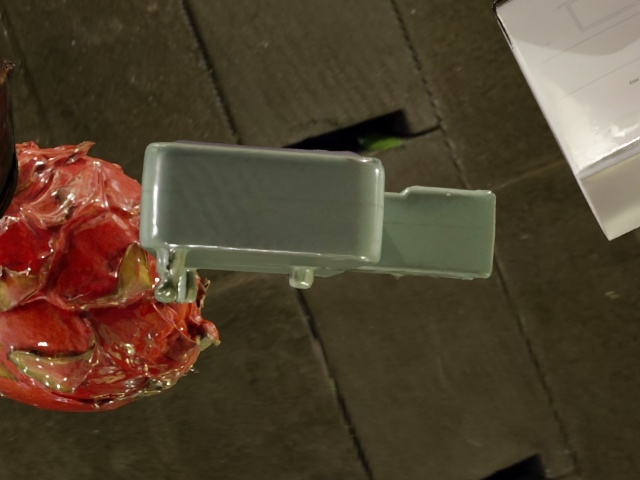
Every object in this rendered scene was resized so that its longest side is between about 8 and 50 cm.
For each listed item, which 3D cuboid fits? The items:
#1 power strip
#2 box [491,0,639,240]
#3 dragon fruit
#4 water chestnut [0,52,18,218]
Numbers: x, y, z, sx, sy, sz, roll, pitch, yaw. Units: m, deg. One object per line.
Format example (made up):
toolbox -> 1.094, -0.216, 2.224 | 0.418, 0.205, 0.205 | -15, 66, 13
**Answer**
power strip -> 0.000, 0.000, 0.524 | 0.145, 0.216, 0.061 | 2, 88, -4
box -> 0.288, -0.153, 1.059 | 0.203, 0.106, 0.251 | -26, 44, 11
dragon fruit -> -0.279, 0.039, 1.297 | 0.277, 0.277, 0.342 | -38, 98, -19
water chestnut -> -0.399, -0.132, 0.914 | 0.335, 0.346, 0.335 | -4, 43, 4
